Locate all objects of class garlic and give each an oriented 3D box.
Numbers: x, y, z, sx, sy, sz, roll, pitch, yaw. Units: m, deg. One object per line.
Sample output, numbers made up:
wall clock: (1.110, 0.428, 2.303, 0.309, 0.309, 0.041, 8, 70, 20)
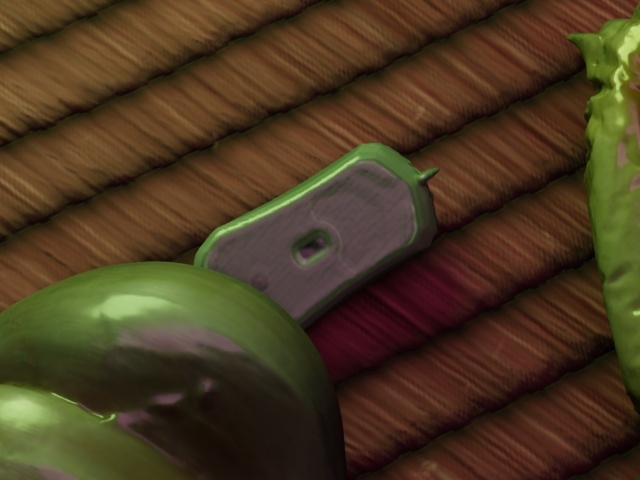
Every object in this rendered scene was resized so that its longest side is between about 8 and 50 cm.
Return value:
garlic: (-0.115, 0.145, 1.208, 0.325, 0.132, 0.279, 30, 78, 1)

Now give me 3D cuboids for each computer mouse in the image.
computer mouse: (0.000, 0.000, 1.297, 0.181, 0.056, 0.089, -33, 94, -2)

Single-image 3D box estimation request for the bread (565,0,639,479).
bread: (0.297, 0.016, 1.267, 0.236, 0.183, 0.389, -10, 79, 10)
